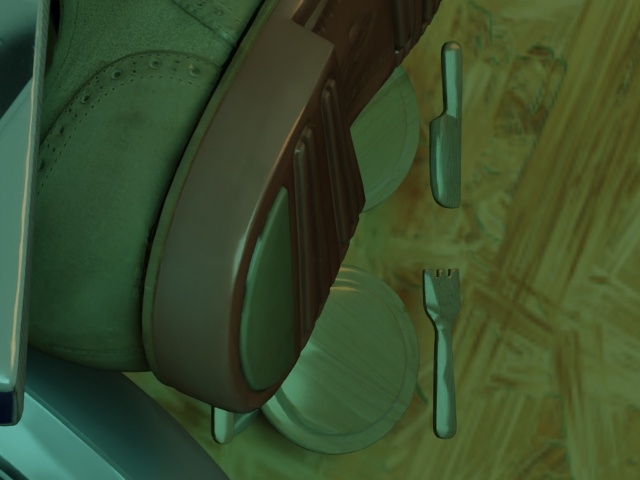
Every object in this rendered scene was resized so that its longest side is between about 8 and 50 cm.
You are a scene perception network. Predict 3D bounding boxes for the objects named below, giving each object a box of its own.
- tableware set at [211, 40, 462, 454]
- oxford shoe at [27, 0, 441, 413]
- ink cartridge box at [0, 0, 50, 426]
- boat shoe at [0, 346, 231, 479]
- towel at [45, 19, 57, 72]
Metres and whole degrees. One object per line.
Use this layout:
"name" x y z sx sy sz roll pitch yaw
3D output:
"tableware set" 0.000 0.000 0.852 0.128 0.039 0.194 2 87 -27
"oxford shoe" -0.032 -0.119 0.753 0.140 0.146 0.397 83 24 -48
"ink cartridge box" -0.204 -0.052 0.622 0.223 0.045 0.224 2 64 -9
"boat shoe" -0.147 0.081 0.716 0.306 0.113 0.105 36 101 -26
"towel" -0.192 -0.105 0.756 0.325 0.038 0.248 21 77 -26
